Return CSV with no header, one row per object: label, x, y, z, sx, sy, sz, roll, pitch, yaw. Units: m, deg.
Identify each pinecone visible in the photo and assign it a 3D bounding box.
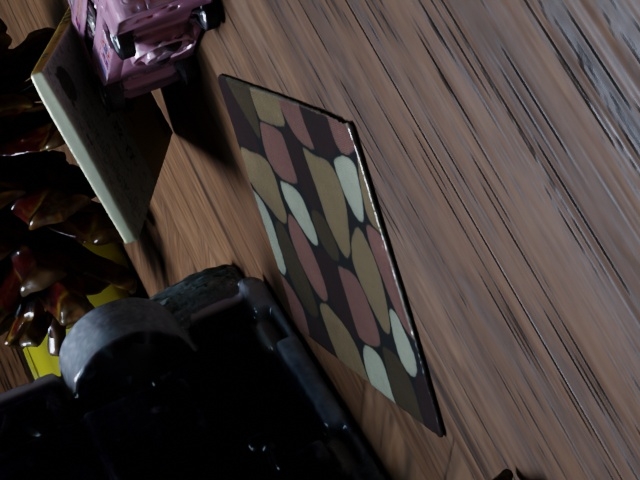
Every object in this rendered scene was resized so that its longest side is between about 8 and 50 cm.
pinecone,-0.268,-0.048,1.447,0.309,0.244,0.244,51,164,9

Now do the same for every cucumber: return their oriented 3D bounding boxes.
cucumber,-0.092,0.061,1.130,0.064,0.112,0.064,46,159,24

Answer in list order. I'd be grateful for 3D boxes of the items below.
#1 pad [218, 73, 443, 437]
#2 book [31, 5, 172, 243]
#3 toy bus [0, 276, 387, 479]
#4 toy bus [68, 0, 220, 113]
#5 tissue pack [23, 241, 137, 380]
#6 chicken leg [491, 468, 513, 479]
pad,0.000,0.000,0.879,0.235,0.003,0.158,-149,40,-69
book,-0.132,-0.082,1.075,0.172,0.012,0.118,-85,-30,-64
toy bus,-0.183,0.230,1.019,0.209,0.440,0.249,-125,17,-44
toy bus,-0.104,-0.132,0.964,0.203,0.063,0.090,142,107,-77
tissue pack,-0.219,0.095,1.645,0.123,0.127,0.178,90,155,-52
chicken leg,0.044,0.221,0.816,0.211,0.140,0.361,-107,28,-49
